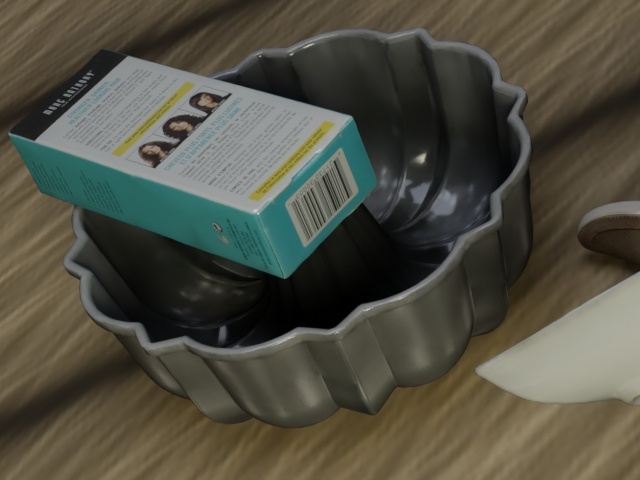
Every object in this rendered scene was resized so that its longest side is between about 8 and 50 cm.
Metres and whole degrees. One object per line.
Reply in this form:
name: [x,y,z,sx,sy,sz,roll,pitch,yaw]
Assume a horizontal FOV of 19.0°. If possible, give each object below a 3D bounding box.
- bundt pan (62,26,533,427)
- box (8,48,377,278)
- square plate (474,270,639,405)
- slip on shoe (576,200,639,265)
bundt pan: [0.000,0.000,1.313,0.330,0.124,0.331,-14,39,12]
box: [-0.089,-0.055,1.273,0.244,0.060,0.100,19,53,40]
square plate: [0.305,0.013,0.950,0.347,0.344,0.049,-5,72,-31]
slip on shoe: [0.230,0.007,1.254,0.135,0.051,0.041,7,59,25]
